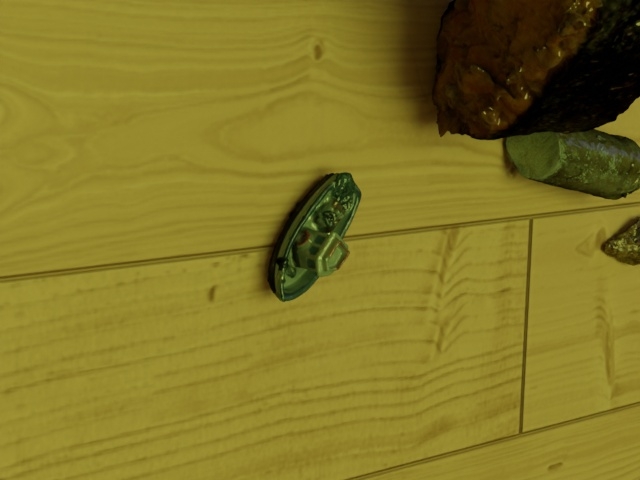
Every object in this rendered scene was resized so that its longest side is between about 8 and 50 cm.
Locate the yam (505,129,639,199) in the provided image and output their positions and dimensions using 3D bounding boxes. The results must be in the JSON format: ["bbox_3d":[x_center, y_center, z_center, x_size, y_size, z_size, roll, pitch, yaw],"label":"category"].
[{"bbox_3d":[0.283,-0.089,1.593,0.179,0.078,0.078,10,91,-43],"label":"yam"}]

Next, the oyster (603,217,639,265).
[{"bbox_3d":[0.373,0.004,1.723,0.093,0.034,0.051,-35,112,-27],"label":"oyster"}]

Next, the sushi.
[{"bbox_3d":[0.222,-0.234,1.370,0.207,0.348,0.234,-6,67,-25],"label":"sushi"}]

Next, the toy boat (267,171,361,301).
[{"bbox_3d":[0.000,0.000,1.365,0.140,0.066,0.059,-56,132,-17],"label":"toy boat"}]
